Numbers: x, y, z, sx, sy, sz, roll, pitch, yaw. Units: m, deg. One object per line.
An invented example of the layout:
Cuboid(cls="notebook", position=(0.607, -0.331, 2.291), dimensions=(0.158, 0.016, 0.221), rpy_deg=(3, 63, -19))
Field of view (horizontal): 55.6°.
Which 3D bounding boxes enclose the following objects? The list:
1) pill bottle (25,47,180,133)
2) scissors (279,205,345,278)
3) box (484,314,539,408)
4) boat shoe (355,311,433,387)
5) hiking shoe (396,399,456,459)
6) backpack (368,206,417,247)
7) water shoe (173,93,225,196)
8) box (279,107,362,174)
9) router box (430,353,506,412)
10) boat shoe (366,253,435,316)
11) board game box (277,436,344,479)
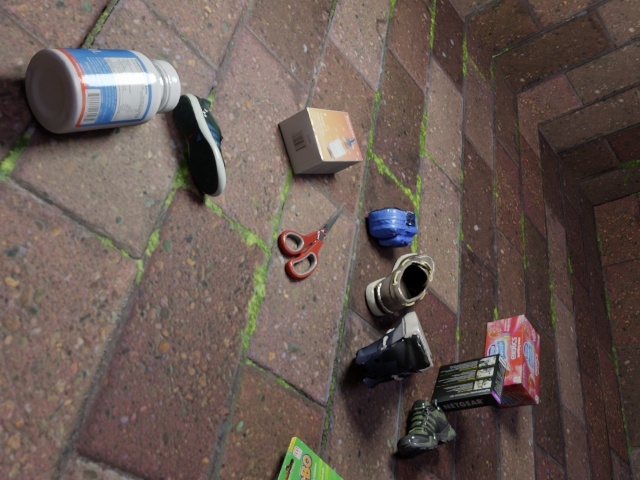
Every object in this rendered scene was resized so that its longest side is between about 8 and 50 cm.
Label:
Cuboid(cls="pill bottle", position=(-0.336, -0.241, 0.969), dimensions=(0.222, 0.124, 0.124), rpy_deg=(-24, 93, -55))
Cuboid(cls="scissors", position=(0.000, 0.000, 1.380), dimensions=(0.297, 0.021, 0.108), rpy_deg=(-28, 94, -55))
Cuboid(cls="box", position=(0.586, 0.371, 1.862), dimensions=(0.122, 0.128, 0.256), rpy_deg=(48, 42, -27))
Cuboid(cls="boat shoe", position=(0.166, 0.251, 1.401), dimensions=(0.340, 0.158, 0.127), rpy_deg=(28, 41, -79))
Cuboid(cls="hiking shoe", position=(0.232, 0.438, 1.427), dimensions=(0.227, 0.086, 0.114), rpy_deg=(9, 53, -56))
Cuboid(cls="backpack", position=(0.186, -0.035, 1.568), dimensions=(0.120, 0.098, 0.101), rpy_deg=(16, 65, -49))
Cuboid(cls="water shoe", position=(-0.208, -0.183, 1.150), dimensions=(0.080, 0.073, 0.203), rpy_deg=(-14, 85, -56))
Cuboid(cls="box", position=(0.003, -0.232, 1.432), dimensions=(0.171, 0.091, 0.130), rpy_deg=(-11, 82, -54))
Cuboid(cls="router box", position=(0.377, 0.366, 1.550), dimensions=(0.046, 0.179, 0.133), rpy_deg=(52, 40, -19))
Cuboid(cls="boat shoe", position=(0.233, 0.102, 1.562), dimensions=(0.324, 0.097, 0.116), rpy_deg=(-25, 93, -54))
Cuboid(cls="board game box", position=(0.001, 0.486, 1.127), dimensions=(0.259, 0.039, 0.124), rpy_deg=(52, 39, -27))
